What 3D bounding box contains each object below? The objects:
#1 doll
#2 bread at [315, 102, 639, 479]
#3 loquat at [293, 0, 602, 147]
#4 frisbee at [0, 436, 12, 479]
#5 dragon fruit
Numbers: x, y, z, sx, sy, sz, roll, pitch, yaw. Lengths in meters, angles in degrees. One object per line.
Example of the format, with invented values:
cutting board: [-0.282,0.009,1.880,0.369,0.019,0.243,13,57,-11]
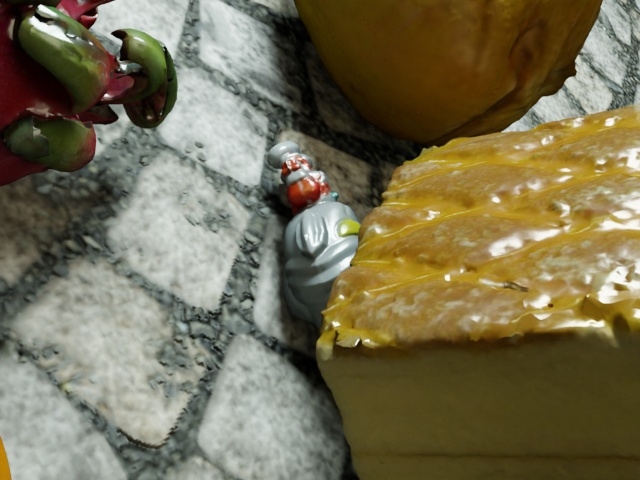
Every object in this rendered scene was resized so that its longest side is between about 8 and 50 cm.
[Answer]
doll: [0.000,0.000,0.714,0.094,0.079,0.180,50,18,-58]
bread: [0.173,0.055,0.640,0.279,0.279,0.207,-64,140,-53]
loquat: [0.106,-0.230,0.853,0.284,0.276,0.276,37,35,22]
frisbee: [-0.230,0.114,0.433,0.192,0.035,0.192,24,47,-28]
dragon fruit: [-0.201,-0.115,0.522,0.273,0.219,0.198,-48,135,-55]
